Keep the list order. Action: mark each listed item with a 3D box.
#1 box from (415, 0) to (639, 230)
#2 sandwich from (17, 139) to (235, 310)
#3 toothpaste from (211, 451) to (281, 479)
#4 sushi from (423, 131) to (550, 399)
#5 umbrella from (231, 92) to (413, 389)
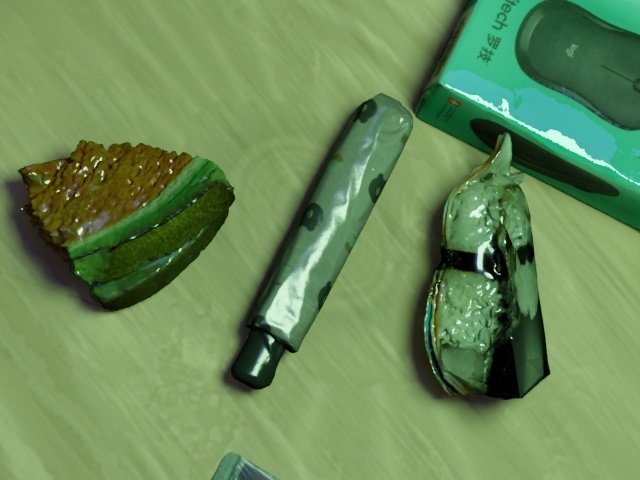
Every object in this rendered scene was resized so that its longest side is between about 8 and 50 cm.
[{"bbox_3d":[0.286,-0.165,1.574,0.311,0.118,0.205,28,77,-2],"label":"box"},{"bbox_3d":[-0.196,-0.035,1.486,0.185,0.109,0.160,-34,65,-12],"label":"sandwich"},{"bbox_3d":[0.014,0.324,1.460,0.299,0.073,0.114,25,75,5],"label":"toothpaste"},{"bbox_3d":[0.159,0.029,1.521,0.109,0.134,0.272,-7,89,21],"label":"sushi"},{"bbox_3d":[0.000,0.000,1.517,0.067,0.073,0.337,28,76,-1],"label":"umbrella"}]
